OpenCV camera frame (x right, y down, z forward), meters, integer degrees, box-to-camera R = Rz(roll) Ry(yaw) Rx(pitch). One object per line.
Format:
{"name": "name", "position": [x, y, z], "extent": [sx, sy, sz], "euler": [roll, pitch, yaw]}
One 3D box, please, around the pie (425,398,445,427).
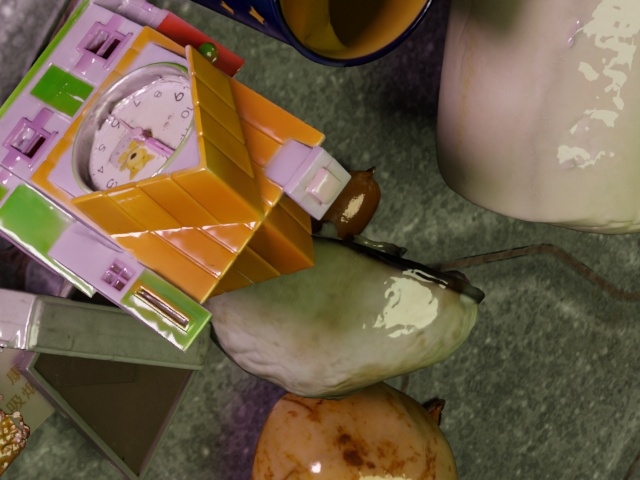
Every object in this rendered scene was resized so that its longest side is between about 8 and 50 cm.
{"name": "pie", "position": [0.101, 0.276, 1.901], "extent": [0.088, 0.033, 0.191], "euler": [-9, 116, -34]}

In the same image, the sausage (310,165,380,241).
{"name": "sausage", "position": [0.000, 0.000, 1.665], "extent": [0.062, 0.054, 0.183], "euler": [34, 91, -16]}

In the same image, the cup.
{"name": "cup", "position": [-0.031, -0.297, 1.350], "extent": [0.178, 0.256, 0.255], "euler": [8, 105, -43]}

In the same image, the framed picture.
{"name": "framed picture", "position": [-0.190, 0.114, 1.543], "extent": [0.203, 0.015, 0.150], "euler": [55, 49, -43]}

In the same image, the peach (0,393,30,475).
{"name": "peach", "position": [-0.374, 0.177, 1.348], "extent": [0.279, 0.068, 0.189], "euler": [-8, 109, -35]}

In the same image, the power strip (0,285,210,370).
{"name": "power strip", "position": [-0.194, 0.078, 1.448], "extent": [0.272, 0.078, 0.052], "euler": [12, 86, -56]}

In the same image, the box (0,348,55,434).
{"name": "box", "position": [-0.377, 0.086, 1.381], "extent": [0.204, 0.051, 0.365], "euler": [-45, 133, -14]}

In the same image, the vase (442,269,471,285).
{"name": "vase", "position": [0.072, 0.079, 1.750], "extent": [0.214, 0.086, 0.086], "euler": [-13, 119, -41]}

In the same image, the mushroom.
{"name": "mushroom", "position": [0.006, 0.069, 1.554], "extent": [0.267, 0.189, 0.164], "euler": [21, 95, -15]}

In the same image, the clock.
{"name": "clock", "position": [-0.127, -0.056, 1.349], "extent": [0.235, 0.309, 0.166], "euler": [-54, 135, -7]}

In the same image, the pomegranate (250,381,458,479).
{"name": "pomegranate", "position": [0.027, 0.241, 1.707], "extent": [0.215, 0.215, 0.215], "euler": [-19, 121, -33]}

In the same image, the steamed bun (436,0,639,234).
{"name": "steamed bun", "position": [0.301, -0.213, 1.663], "extent": [0.456, 0.290, 0.371], "euler": [-12, 122, -40]}
